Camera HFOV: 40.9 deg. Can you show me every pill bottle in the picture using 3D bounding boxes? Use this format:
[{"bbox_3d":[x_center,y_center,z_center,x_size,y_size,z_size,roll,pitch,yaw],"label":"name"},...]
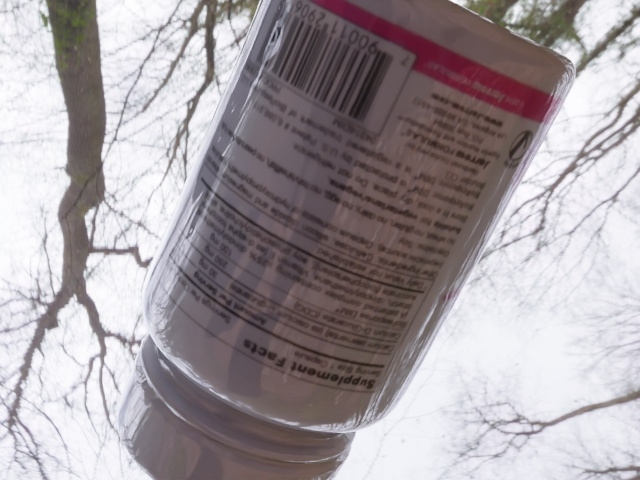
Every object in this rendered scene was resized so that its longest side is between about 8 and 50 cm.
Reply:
[{"bbox_3d":[0.000,0.000,0.465,0.160,0.160,0.283,24,-72,-6],"label":"pill bottle"}]
